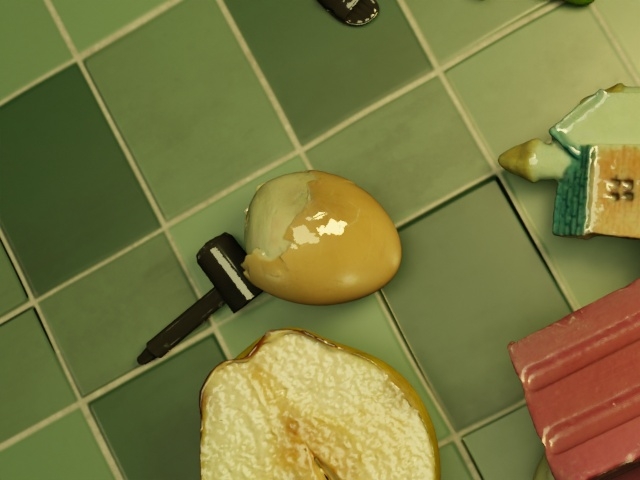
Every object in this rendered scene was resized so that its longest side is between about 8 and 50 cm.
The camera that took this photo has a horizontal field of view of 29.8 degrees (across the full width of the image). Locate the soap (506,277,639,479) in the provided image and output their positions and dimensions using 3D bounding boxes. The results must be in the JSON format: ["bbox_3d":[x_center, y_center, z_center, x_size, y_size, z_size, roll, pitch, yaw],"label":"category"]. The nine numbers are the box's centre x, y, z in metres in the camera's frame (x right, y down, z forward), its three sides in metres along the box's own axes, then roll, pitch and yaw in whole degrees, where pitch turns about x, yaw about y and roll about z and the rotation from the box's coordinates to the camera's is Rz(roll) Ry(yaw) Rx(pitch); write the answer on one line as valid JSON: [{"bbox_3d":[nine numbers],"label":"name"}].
[{"bbox_3d":[0.444,0.164,1.544,0.360,0.128,0.233,-30,53,21],"label":"soap"}]

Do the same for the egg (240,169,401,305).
[{"bbox_3d":[0.000,0.000,1.776,0.245,0.201,0.201,17,89,-1],"label":"egg"}]

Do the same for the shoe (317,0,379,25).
[{"bbox_3d":[0.018,-0.393,1.875,0.159,0.053,0.062,39,90,13],"label":"shoe"}]

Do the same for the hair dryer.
[{"bbox_3d":[-0.202,0.102,1.882,0.248,0.070,0.114,-39,81,14],"label":"hair dryer"}]

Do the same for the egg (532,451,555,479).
[{"bbox_3d":[0.401,0.373,1.696,0.271,0.161,0.206,-8,50,-25],"label":"egg"}]

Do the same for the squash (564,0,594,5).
[{"bbox_3d":[0.296,-0.451,1.795,0.292,0.082,0.082,38,93,1],"label":"squash"}]

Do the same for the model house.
[{"bbox_3d":[0.423,-0.105,1.735,0.325,0.194,0.267,5,89,25],"label":"model house"}]

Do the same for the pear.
[{"bbox_3d":[0.008,0.311,1.754,0.340,0.191,0.386,-30,82,11],"label":"pear"}]
